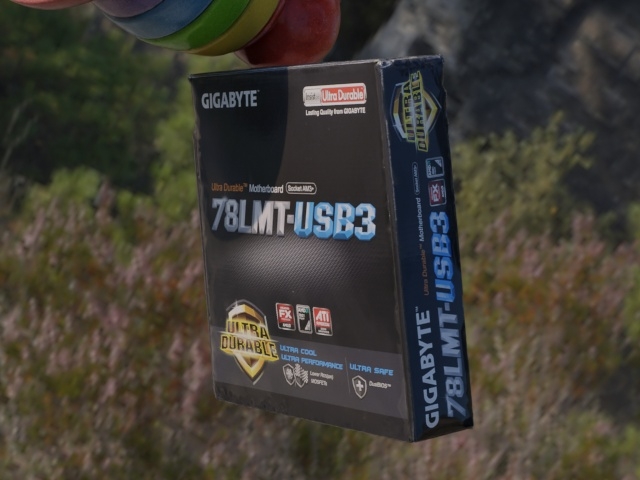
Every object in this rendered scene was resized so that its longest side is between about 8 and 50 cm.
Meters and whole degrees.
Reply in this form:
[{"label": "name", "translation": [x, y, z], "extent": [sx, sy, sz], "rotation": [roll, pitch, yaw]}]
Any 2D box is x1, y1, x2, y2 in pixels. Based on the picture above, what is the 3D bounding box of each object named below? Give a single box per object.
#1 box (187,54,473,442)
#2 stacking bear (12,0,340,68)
[{"label": "box", "translation": [0.000, 0.000, 1.344], "extent": [0.073, 0.295, 0.293], "rotation": [-11, 99, -34]}, {"label": "stacking bear", "translation": [-0.098, -0.228, 1.399], "extent": [0.164, 0.175, 0.289], "rotation": [19, -2, 44]}]
